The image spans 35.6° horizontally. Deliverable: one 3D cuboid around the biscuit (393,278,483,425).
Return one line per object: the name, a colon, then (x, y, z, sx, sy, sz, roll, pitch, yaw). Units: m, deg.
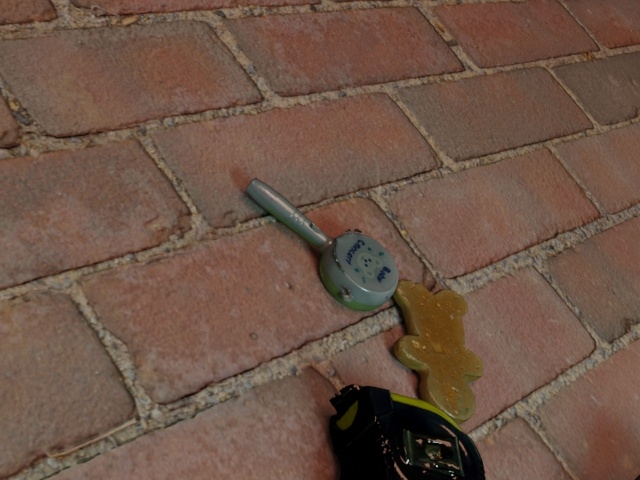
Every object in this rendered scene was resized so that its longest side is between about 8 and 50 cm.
biscuit: (0.166, 0.158, 1.421, 0.153, 0.030, 0.234, 15, 46, -27)

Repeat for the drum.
drum: (0.012, -0.007, 1.437, 0.253, 0.049, 0.130, 49, 40, 10)

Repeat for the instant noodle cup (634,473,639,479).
instant noodle cup: (0.498, 0.410, 1.316, 0.230, 0.230, 0.182, 36, 30, -6)

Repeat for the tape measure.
tape measure: (0.110, 0.272, 1.209, 0.186, 0.112, 0.199, 19, 45, -28)
